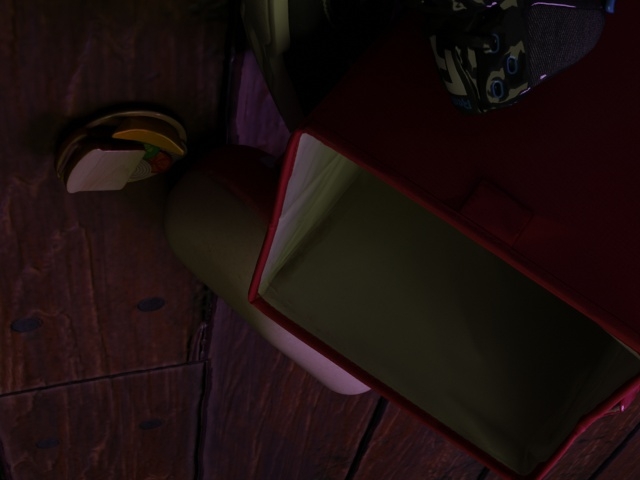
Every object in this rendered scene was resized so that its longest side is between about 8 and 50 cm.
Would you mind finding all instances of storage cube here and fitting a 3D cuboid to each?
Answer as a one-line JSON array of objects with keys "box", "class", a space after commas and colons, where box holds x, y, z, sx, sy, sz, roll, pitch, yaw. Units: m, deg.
[{"box": [0.100, -0.023, 0.637, 0.193, 0.215, 0.183, -50, 170, -29], "class": "storage cube"}]

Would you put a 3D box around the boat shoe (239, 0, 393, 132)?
[{"box": [-0.003, -0.129, 0.624, 0.079, 0.084, 0.233, -20, 166, -1], "class": "boat shoe"}]

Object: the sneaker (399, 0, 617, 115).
[{"box": [0.037, -0.108, 0.493, 0.217, 0.079, 0.121, -9, 107, -22], "class": "sneaker"}]

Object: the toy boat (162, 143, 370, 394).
[{"box": [0.000, 0.000, 0.844, 0.151, 0.151, 0.231, -49, 150, -4], "class": "toy boat"}]

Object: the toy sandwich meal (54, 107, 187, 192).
[{"box": [-0.124, -0.053, 0.765, 0.085, 0.029, 0.085, -12, 151, -7], "class": "toy sandwich meal"}]
